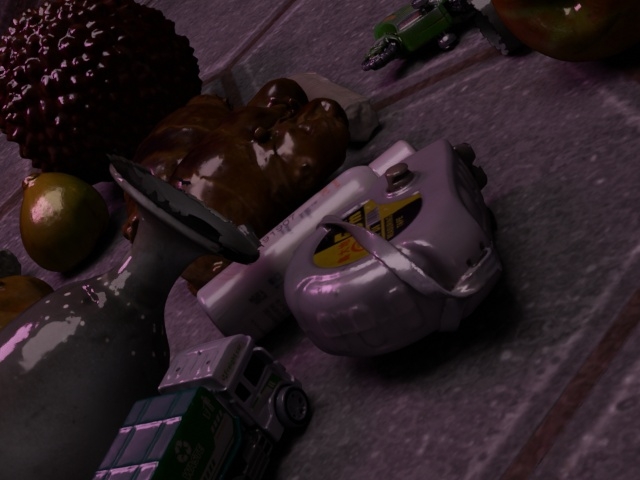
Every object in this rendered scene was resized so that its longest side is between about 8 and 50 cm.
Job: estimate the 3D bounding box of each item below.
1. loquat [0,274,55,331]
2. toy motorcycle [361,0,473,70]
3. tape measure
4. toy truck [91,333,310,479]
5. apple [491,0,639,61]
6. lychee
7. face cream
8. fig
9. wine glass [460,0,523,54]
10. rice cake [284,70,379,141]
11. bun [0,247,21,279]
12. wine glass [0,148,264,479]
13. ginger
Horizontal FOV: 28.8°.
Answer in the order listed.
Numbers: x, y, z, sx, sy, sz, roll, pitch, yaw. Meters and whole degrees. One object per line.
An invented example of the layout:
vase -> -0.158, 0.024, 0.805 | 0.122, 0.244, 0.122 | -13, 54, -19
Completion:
loquat -> -0.350, 0.140, 1.373 | 0.213, 0.213, 0.213 | -32, 26, 17
toy motorcycle -> 0.131, -0.275, 1.567 | 0.190, 0.074, 0.106 | -32, 17, 16
tape measure -> 0.063, 0.017, 1.096 | 0.197, 0.120, 0.236 | -27, 22, 13
toy truck -> -0.108, 0.194, 1.045 | 0.114, 0.124, 0.253 | -16, 35, 37
apple -> 0.264, -0.277, 1.233 | 0.196, 0.196, 0.196 | -32, 26, 17
lychee -> -0.334, -0.232, 1.870 | 0.306, 0.330, 0.306 | -13, 59, 22
face cream -> 0.000, 0.000, 1.263 | 0.269, 0.082, 0.082 | -40, 25, 0
fig -> -0.371, -0.027, 1.792 | 0.136, 0.121, 0.153 | -45, 50, 0
wine glass -> 0.257, -0.385, 1.337 | 0.309, 0.264, 0.096 | -39, 40, 2
rice cake -> 0.006, -0.172, 1.572 | 0.057, 0.052, 0.256 | -10, 19, -17
bun -> -0.536, 0.080, 1.827 | 0.204, 0.126, 0.212 | -48, 26, -13
wine glass -> -0.212, 0.103, 1.174 | 0.357, 0.190, 0.190 | -55, 23, 10
ginger -> -0.108, -0.083, 1.442 | 0.274, 0.152, 0.357 | -51, 26, -3
